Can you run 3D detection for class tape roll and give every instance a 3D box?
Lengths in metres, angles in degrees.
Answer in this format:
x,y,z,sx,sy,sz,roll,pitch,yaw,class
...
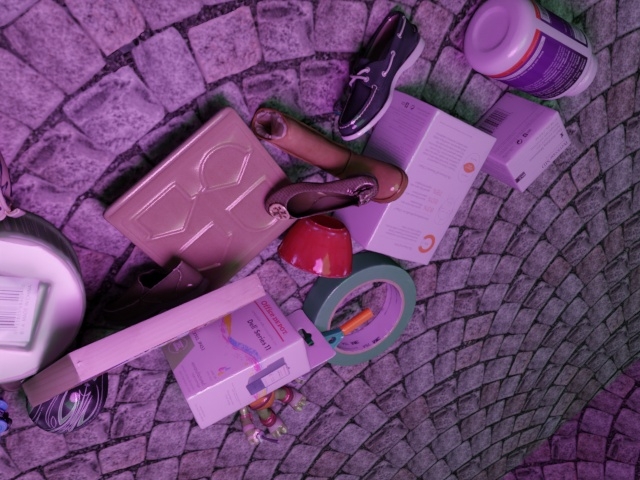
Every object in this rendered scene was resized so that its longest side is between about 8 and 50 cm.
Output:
x,y,z,sx,sy,sz,roll,pitch,yaw,class
0.106,0.186,1.608,0.322,0.077,0.321,-15,125,-23,tape roll

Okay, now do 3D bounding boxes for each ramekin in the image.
x,y,z,sx,sy,sz,roll,pitch,yaw,class
-0.565,0.101,1.048,0.304,0.148,0.303,-10,108,-30,ramekin

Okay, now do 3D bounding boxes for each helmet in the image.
x,y,z,sx,sy,sz,roll,pitch,yaw,class
-0.523,0.315,1.238,0.169,0.169,0.161,24,61,-39,helmet

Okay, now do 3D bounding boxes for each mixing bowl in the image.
x,y,z,sx,sy,sz,roll,pitch,yaw,class
0.000,0.000,1.360,0.182,0.181,0.098,3,114,-33,mixing bowl

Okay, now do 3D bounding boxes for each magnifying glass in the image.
x,y,z,sx,sy,sz,roll,pitch,yaw,class
0.036,0.248,1.536,0.231,0.026,0.092,-35,130,-9,magnifying glass

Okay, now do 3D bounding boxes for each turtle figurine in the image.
x,y,z,sx,sy,sz,roll,pitch,yaw,class
-0.104,0.430,1.525,0.275,0.197,0.266,-2,153,18,turtle figurine

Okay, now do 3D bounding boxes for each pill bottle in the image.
x,y,z,sx,sy,sz,roll,pitch,yaw,class
0.501,-0.438,1.398,0.323,0.181,0.181,10,112,-35,pill bottle

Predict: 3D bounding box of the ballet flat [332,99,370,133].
x,y,z,sx,sy,sz,roll,pitch,yaw,class
0.076,-0.278,1.330,0.114,0.041,0.041,25,103,-40,ballet flat

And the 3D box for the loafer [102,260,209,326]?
x,y,z,sx,sy,sz,roll,pitch,yaw,class
-0.349,0.101,1.229,0.251,0.094,0.087,-21,112,17,loafer

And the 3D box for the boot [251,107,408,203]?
x,y,z,sx,sy,sz,roll,pitch,yaw,class
0.019,-0.172,1.233,0.270,0.236,0.089,22,91,-42,boot

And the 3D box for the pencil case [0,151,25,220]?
x,y,z,sx,sy,sz,roll,pitch,yaw,class
-0.683,-0.077,0.900,0.411,0.160,0.183,-12,103,-25,pencil case

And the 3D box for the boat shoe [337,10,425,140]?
x,y,z,sx,sy,sz,roll,pitch,yaw,class
0.107,-0.342,1.235,0.091,0.114,0.302,44,63,-34,boat shoe

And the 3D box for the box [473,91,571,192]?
x,y,z,sx,sy,sz,roll,pitch,yaw,class
0.487,-0.249,1.505,0.181,0.182,0.119,-46,130,0,box

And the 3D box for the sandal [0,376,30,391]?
x,y,z,sx,sy,sz,roll,pitch,yaw,class
-0.632,0.227,1.173,0.090,0.060,0.219,-36,133,-32,sandal

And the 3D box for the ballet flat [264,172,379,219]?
x,y,z,sx,sy,sz,roll,pitch,yaw,class
-0.001,-0.080,1.218,0.250,0.058,0.084,-10,139,19,ballet flat

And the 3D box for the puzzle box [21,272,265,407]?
x,y,z,sx,sy,sz,roll,pitch,yaw,class
-0.330,0.187,1.157,0.409,0.052,0.272,-23,175,-45,puzzle box

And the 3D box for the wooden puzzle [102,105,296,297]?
x,y,z,sx,sy,sz,roll,pitch,yaw,class
-0.226,-0.071,1.250,0.322,0.080,0.348,-42,136,-3,wooden puzzle

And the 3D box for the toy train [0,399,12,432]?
x,y,z,sx,sy,sz,roll,pitch,yaw,class
-0.718,0.353,1.205,0.105,0.080,0.184,-35,133,3,toy train

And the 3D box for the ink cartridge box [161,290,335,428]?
x,y,z,sx,sy,sz,roll,pitch,yaw,class
-0.165,0.252,1.393,0.354,0.207,0.119,-25,129,-18,ink cartridge box

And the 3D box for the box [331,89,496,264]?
x,y,z,sx,sy,sz,roll,pitch,yaw,class
0.214,-0.142,1.412,0.215,0.168,0.345,15,109,-37,box
